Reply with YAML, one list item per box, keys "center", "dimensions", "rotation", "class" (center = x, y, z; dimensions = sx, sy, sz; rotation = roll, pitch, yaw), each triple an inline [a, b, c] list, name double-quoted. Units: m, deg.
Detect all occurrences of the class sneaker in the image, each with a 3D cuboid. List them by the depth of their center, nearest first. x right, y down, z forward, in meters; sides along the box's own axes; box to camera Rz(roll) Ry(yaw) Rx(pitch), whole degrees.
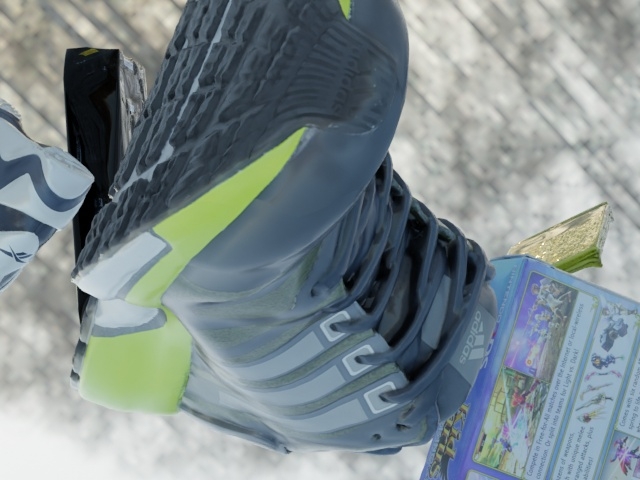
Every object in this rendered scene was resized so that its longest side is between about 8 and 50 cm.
- center: [0.000, 0.000, 0.582]
  dimensions: [0.300, 0.121, 0.111]
  rotation: [116, -5, -75]
  class: "sneaker"
- center: [-0.261, -0.030, 1.347]
  dimensions: [0.235, 0.094, 0.153]
  rotation: [36, -87, 41]
  class: "sneaker"

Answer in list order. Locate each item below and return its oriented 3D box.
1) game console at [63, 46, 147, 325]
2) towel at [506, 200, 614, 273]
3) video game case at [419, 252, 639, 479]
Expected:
- center: [-0.142, -0.024, 1.594]
  dimensions: [0.044, 0.213, 0.361]
  rotation: [-5, 174, 8]
  class: "game console"
- center: [0.192, 0.013, 1.624]
  dimensions: [0.102, 0.021, 0.237]
  rotation: [-27, -176, 14]
  class: "towel"
- center: [0.187, 0.176, 1.320]
  dimensions: [0.061, 0.244, 0.270]
  rotation: [-6, -116, 67]
  class: "video game case"
